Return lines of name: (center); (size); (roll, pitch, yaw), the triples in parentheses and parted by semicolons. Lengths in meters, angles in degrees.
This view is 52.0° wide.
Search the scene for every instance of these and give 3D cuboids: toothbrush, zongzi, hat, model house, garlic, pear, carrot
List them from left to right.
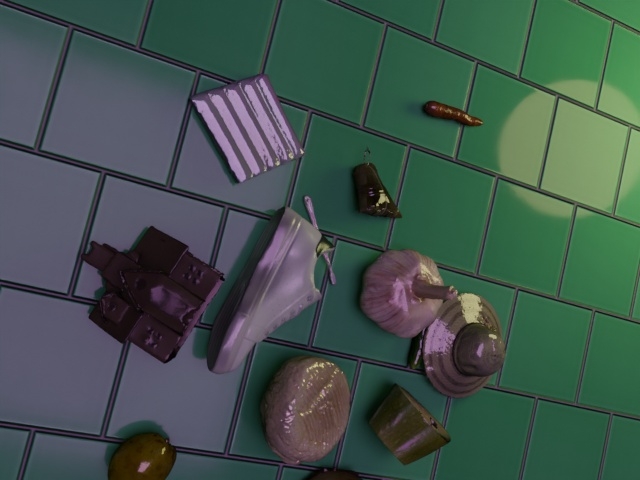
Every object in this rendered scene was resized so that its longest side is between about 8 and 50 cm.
model house: (-0.331, 0.080, 1.209); (0.243, 0.204, 0.211); (32, 78, -1)
pear: (-0.338, 0.422, 1.243); (0.131, 0.107, 0.107); (-43, 104, -25)
toothbrush: (0.000, 0.000, 1.416); (0.017, 0.022, 0.204); (-20, 97, -29)
zongzi: (0.130, -0.126, 1.463); (0.130, 0.062, 0.154); (5, 71, -41)
garlic: (0.202, 0.116, 1.387); (0.199, 0.226, 0.199); (0, 90, -27)
carrot: (0.312, -0.294, 1.532); (0.165, 0.035, 0.036); (10, 86, -23)
hat: (0.358, 0.247, 1.487); (0.252, 0.110, 0.252); (-2, 95, -30)

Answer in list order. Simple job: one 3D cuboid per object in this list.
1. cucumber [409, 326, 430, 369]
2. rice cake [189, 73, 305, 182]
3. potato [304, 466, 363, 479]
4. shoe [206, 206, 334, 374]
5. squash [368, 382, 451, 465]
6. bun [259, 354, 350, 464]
cucumber: (0.232, 0.219, 1.497); (0.037, 0.037, 0.155); (20, 83, -20)
rice cake: (-0.146, -0.233, 1.352); (0.189, 0.037, 0.198); (-24, 98, -19)
potato: (0.067, 0.628, 1.342); (0.242, 0.242, 0.286); (-19, 99, -20)
shoe: (-0.092, 0.121, 1.325); (0.160, 0.132, 0.363); (30, 72, -17)
squash: (0.186, 0.401, 1.419); (0.123, 0.170, 0.170); (-41, 104, -5)
bun: (-0.040, 0.345, 1.339); (0.220, 0.134, 0.221); (-4, 95, -49)
